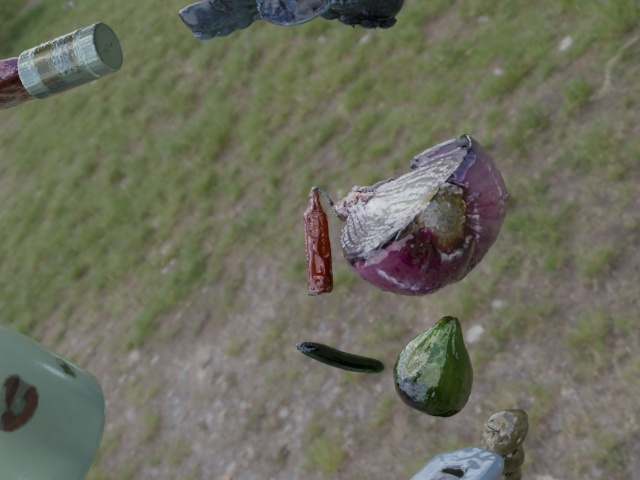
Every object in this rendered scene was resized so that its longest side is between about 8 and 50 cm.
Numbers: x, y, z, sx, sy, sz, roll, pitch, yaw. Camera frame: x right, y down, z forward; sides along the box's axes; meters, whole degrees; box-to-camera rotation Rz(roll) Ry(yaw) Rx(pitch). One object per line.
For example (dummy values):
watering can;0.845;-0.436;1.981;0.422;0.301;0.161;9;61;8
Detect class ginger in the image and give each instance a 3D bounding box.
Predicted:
ginger;0.339;0.390;1.961;0.104;0.204;0.080;-33;50;-30

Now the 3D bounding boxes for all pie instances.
pie;-0.412;-0.198;1.377;0.182;0.050;0.182;-17;4;1

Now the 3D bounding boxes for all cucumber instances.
cucumber;0.038;0.213;1.905;0.033;0.184;0.036;-12;64;56

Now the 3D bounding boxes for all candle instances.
candle;0.000;0.000;1.573;0.053;0.048;0.162;-177;84;-83

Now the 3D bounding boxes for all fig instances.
fig;0.175;0.183;1.595;0.123;0.123;0.156;38;112;66

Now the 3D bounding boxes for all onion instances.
onion;0.149;-0.019;1.636;0.267;0.159;0.348;-44;15;-12

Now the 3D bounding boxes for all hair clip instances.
hair clip;-0.041;-0.364;1.416;0.310;0.195;0.206;-5;0;-2

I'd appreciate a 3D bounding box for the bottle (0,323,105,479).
bottle;-0.424;0.169;1.146;0.229;0.351;0.229;-23;47;27

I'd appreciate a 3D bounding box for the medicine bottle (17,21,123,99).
medicine bottle;-0.221;-0.158;0.940;0.083;0.047;0.047;-16;35;23

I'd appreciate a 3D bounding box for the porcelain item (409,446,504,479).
porcelain item;0.285;0.575;1.819;0.178;0.405;0.242;-11;14;41
